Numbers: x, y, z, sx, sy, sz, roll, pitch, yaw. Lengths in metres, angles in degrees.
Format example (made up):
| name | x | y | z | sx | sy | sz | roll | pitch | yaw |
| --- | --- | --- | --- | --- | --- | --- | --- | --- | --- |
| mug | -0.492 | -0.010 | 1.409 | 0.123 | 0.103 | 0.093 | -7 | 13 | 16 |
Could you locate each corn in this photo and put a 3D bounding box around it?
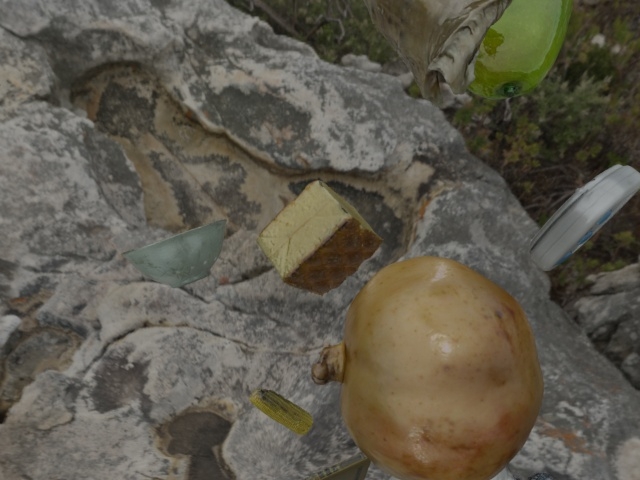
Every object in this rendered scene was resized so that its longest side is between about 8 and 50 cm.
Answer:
| name | x | y | z | sx | sy | sz | roll | pitch | yaw |
| --- | --- | --- | --- | --- | --- | --- | --- | --- | --- |
| corn | -0.106 | 0.475 | 1.562 | 0.203 | 0.072 | 0.072 | 38 | 66 | -19 |

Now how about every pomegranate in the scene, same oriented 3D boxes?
| name | x | y | z | sx | sy | sz | roll | pitch | yaw |
| --- | --- | --- | --- | --- | --- | --- | --- | --- | --- |
| pomegranate | 0.183 | 0.228 | 0.998 | 0.412 | 0.411 | 0.411 | 2 | 67 | -4 |

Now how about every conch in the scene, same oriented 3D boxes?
| name | x | y | z | sx | sy | sz | roll | pitch | yaw |
| --- | --- | --- | --- | --- | --- | --- | --- | --- | --- |
| conch | 0.123 | -0.310 | 0.606 | 0.186 | 0.263 | 0.324 | 22 | 80 | 3 |

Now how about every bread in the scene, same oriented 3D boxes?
| name | x | y | z | sx | sy | sz | roll | pitch | yaw |
| --- | --- | --- | --- | --- | --- | --- | --- | --- | --- |
| bread | 0.000 | 0.000 | 1.706 | 0.279 | 0.279 | 0.207 | -45 | 60 | 12 |

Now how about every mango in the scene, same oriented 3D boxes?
| name | x | y | z | sx | sy | sz | roll | pitch | yaw |
| --- | --- | --- | --- | --- | --- | --- | --- | --- | --- |
| mango | 0.326 | -0.394 | 0.950 | 0.192 | 0.156 | 0.343 | 23 | 68 | 2 |

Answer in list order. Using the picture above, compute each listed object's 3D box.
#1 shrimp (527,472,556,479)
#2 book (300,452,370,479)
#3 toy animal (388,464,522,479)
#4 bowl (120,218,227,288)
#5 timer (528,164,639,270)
| name | x | y | z | sx | sy | sz | roll | pitch | yaw |
| --- | --- | --- | --- | --- | --- | --- | --- | --- | --- |
| shrimp | 0.410 | 0.490 | 0.976 | 0.065 | 0.056 | 0.165 | -21 | 50 | 22 |
| book | -0.040 | 0.554 | 1.132 | 0.310 | 0.216 | 0.021 | -9 | 35 | -35 |
| toy animal | 0.323 | 0.636 | 1.440 | 0.357 | 0.258 | 0.193 | -11 | 101 | -35 |
| bowl | -0.399 | 0.053 | 1.625 | 0.313 | 0.313 | 0.146 | -20 | 95 | -12 |
| timer | 0.581 | -0.051 | 1.243 | 0.237 | 0.262 | 0.087 | -26 | 64 | -39 |
